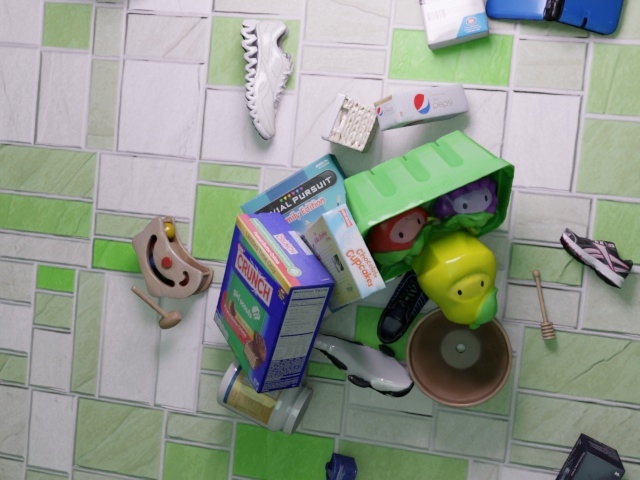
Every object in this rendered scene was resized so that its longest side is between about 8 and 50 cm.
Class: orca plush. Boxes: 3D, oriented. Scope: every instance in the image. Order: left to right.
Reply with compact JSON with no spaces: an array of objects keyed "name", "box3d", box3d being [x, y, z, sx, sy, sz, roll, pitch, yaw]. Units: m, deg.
[{"name":"orca plush","box3d":[0.080,0.314,1.966,0.287,0.151,0.102,14,127,9]}]

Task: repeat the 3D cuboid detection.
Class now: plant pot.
[{"name":"plant pot","box3d":[0.321,0.258,1.902,0.238,0.110,0.237,1,92,13]}]

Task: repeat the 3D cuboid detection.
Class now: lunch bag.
[{"name":"lunch bag","box3d":[0.045,0.554,1.988,0.065,0.098,0.067,19,95,-7]}]

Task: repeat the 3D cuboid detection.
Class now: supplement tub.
[{"name":"supplement tub","box3d":[-0.132,0.371,1.992,0.200,0.144,0.144,25,98,10]}]

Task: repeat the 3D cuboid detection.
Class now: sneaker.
[{"name":"sneaker","box3d":[-0.122,-0.389,1.978,0.118,0.110,0.291,-4,92,4]},{"name":"sneaker","box3d":[0.205,0.143,1.932,0.081,0.090,0.232,28,99,10]},{"name":"sneaker","box3d":[0.620,0.026,1.854,0.178,0.072,0.077,39,88,0]}]

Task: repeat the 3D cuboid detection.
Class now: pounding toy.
[{"name":"pounding toy","box3d":[-0.369,0.073,2.024,0.154,0.155,0.269,-20,88,17]}]

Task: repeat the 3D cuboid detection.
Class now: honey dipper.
[{"name":"honey dipper","box3d":[0.509,0.147,1.898,0.031,0.030,0.160,-12,86,13]}]

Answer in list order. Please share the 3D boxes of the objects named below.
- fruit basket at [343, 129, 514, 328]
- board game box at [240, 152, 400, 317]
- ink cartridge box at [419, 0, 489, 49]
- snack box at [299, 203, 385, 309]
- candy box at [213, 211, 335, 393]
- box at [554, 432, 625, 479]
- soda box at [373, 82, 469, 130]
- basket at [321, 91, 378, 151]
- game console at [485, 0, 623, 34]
[{"name":"fruit basket","box3d":[0.261,-0.002,1.775,0.392,0.283,0.391,-3,58,4]},{"name":"board game box","box3d":[0.000,0.000,1.978,0.254,0.079,0.336,-30,86,12]},{"name":"ink cartridge box","box3d":[0.297,-0.547,1.883,0.140,0.082,0.190,-11,89,13]},{"name":"snack box","box3d":[0.037,0.044,1.771,0.060,0.322,0.187,-25,87,-13]},{"name":"candy box","box3d":[-0.116,0.138,1.869,0.268,0.122,0.317,51,134,42]},{"name":"box","box3d":[0.589,0.531,1.831,0.093,0.158,0.155,27,98,10]},{"name":"soda box","box3d":[0.227,-0.299,1.848,0.074,0.216,0.069,-16,89,56]},{"name":"basket","box3d":[0.075,-0.267,1.907,0.103,0.167,0.113,22,98,4]},{"name":"game console","box3d":[0.543,-0.624,1.853,0.250,0.173,0.292,9,96,-19]}]
